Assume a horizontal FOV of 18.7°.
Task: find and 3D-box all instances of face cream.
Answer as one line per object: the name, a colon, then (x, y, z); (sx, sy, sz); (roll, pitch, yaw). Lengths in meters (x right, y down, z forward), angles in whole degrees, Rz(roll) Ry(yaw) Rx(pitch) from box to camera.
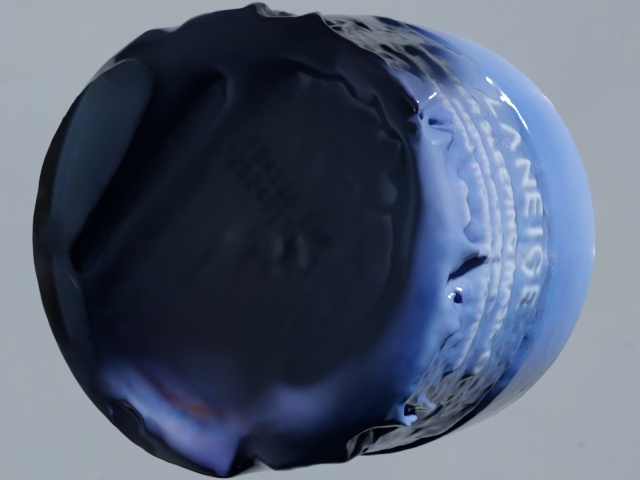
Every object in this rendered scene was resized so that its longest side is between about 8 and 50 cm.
face cream: (0.000, 0.000, 1.055); (0.249, 0.225, 0.249); (2, 94, 26)
